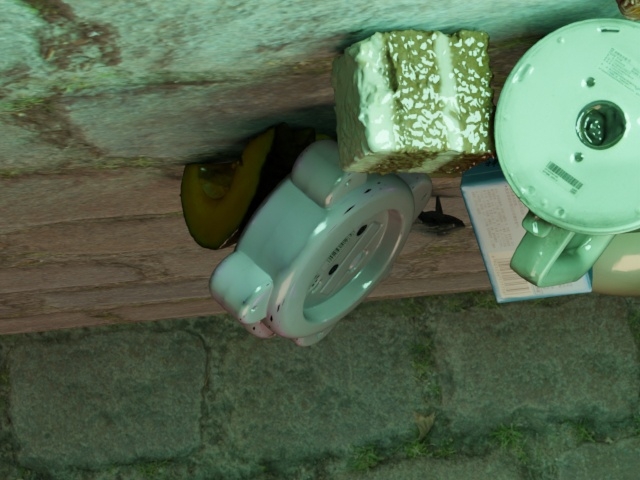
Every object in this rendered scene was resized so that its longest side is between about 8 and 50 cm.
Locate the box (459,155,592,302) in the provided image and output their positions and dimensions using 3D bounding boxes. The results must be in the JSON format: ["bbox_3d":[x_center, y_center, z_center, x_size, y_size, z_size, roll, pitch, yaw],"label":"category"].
[{"bbox_3d":[0.298,-0.025,2.032,0.143,0.083,0.232,-8,127,19],"label":"box"}]

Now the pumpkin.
[{"bbox_3d":[-0.072,-0.054,1.853,0.131,0.149,0.254,11,163,-34],"label":"pumpkin"}]

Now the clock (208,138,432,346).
[{"bbox_3d":[0.000,0.000,1.809,0.295,0.113,0.322,-53,161,8],"label":"clock"}]

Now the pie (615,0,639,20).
[{"bbox_3d":[0.350,-0.227,1.249,0.183,0.049,0.182,-3,176,0],"label":"pie"}]

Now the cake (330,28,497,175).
[{"bbox_3d":[0.090,-0.135,1.427,0.147,0.135,0.134,-5,173,-12],"label":"cake"}]

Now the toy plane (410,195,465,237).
[{"bbox_3d":[0.139,-0.040,2.283,0.267,0.088,0.212,-8,177,-42],"label":"toy plane"}]

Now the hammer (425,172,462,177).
[{"bbox_3d":[0.181,-0.096,2.107,0.195,0.028,0.060,-2,176,-24],"label":"hammer"}]

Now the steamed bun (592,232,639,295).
[{"bbox_3d":[0.500,-0.016,2.216,0.324,0.206,0.324,-5,170,-1],"label":"steamed bun"}]

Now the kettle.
[{"bbox_3d":[0.314,-0.077,1.466,0.205,0.264,0.318,5,-178,21],"label":"kettle"}]
